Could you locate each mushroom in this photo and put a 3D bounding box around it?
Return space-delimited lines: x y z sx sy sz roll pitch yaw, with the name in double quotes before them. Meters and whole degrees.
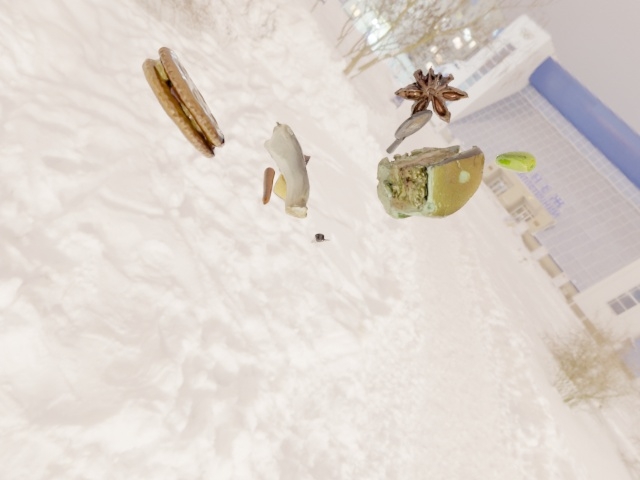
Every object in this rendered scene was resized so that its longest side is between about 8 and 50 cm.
"mushroom" -0.082 -0.192 1.240 0.096 0.099 0.278 -9 81 -48

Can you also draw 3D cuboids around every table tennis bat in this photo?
"table tennis bat" 0.311 -0.392 1.639 0.150 0.236 0.027 -21 74 -35

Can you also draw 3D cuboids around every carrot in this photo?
"carrot" -0.160 -0.164 1.397 0.037 0.037 0.190 38 31 -31

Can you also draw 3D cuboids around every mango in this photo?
"mango" 0.518 -0.210 1.215 0.073 0.056 0.108 -6 14 -42

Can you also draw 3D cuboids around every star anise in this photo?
"star anise" 0.401 -0.518 1.630 0.220 0.214 0.099 38 49 -12

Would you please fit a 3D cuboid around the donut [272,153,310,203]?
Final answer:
"donut" -0.102 -0.220 1.558 0.073 0.184 0.166 28 -2 -8

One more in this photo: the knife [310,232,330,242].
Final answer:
"knife" 0.000 0.000 1.523 0.230 0.059 0.029 143 -52 -83

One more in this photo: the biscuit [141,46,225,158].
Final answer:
"biscuit" -0.259 -0.265 0.888 0.221 0.066 0.220 59 2 -3

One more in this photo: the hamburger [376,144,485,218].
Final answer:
"hamburger" 0.283 -0.147 1.192 0.287 0.193 0.167 -18 33 -29
